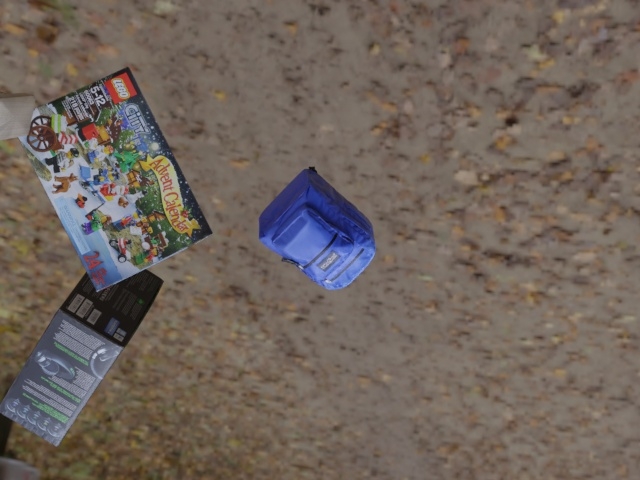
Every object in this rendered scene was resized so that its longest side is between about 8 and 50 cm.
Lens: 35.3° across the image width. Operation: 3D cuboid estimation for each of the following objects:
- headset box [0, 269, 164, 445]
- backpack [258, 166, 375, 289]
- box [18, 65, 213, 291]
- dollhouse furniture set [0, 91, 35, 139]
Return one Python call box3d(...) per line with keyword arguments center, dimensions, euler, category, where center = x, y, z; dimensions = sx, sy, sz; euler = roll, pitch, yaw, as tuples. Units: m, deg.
box3d(center=(-0.433, 0.193, 1.814), dimensions=(0.131, 0.246, 0.283), euler=(33, 116, -8), category="headset box")
box3d(center=(0.000, 0.000, 1.132), dimensions=(0.120, 0.101, 0.098), euler=(38, 114, -23), category="backpack")
box3d(center=(-0.256, -0.075, 1.243), dimensions=(0.159, 0.233, 0.044), euler=(-27, -177, -10), category="box")
box3d(center=(-0.327, -0.177, 0.867), dimensions=(0.184, 0.129, 0.129), euler=(17, -167, 5), category="dollhouse furniture set")
